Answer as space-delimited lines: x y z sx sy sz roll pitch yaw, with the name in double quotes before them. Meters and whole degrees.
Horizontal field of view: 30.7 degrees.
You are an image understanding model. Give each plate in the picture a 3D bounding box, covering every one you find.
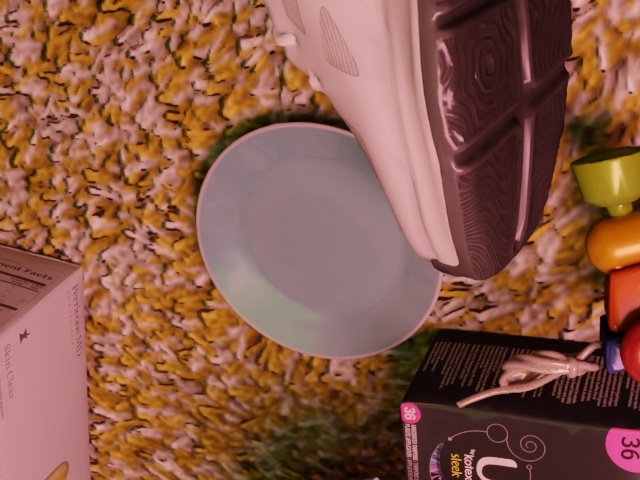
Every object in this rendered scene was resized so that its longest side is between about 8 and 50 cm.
"plate" 0.000 0.000 0.836 0.188 0.024 0.188 9 118 17

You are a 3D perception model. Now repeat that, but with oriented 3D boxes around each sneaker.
"sneaker" -0.012 -0.190 0.690 0.257 0.169 0.448 1 115 36

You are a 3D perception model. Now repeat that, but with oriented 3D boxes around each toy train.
"toy train" 0.182 0.009 0.702 0.248 0.105 0.143 -16 98 13

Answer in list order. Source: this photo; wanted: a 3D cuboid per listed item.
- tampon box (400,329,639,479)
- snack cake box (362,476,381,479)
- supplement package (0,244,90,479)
"tampon box" 0.148 0.143 0.804 0.161 0.101 0.121 4 117 20
"snack cake box" 0.028 0.261 0.847 0.152 0.089 0.264 43 157 -3
"supplement package" -0.314 0.141 0.962 0.204 0.145 0.262 13 121 16
